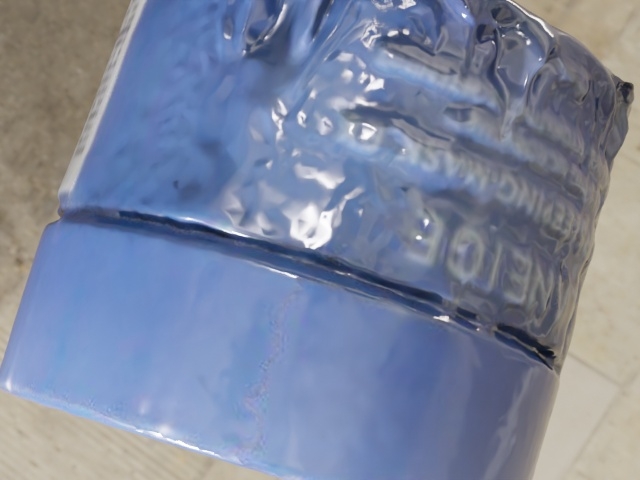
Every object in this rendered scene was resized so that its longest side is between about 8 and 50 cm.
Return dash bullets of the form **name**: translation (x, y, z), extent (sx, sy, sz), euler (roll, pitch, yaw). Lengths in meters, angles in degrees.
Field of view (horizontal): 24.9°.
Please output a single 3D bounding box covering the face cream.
- **face cream**: translation (0.000, 0.000, 0.677), extent (0.249, 0.249, 0.225), euler (42, 63, -72)
